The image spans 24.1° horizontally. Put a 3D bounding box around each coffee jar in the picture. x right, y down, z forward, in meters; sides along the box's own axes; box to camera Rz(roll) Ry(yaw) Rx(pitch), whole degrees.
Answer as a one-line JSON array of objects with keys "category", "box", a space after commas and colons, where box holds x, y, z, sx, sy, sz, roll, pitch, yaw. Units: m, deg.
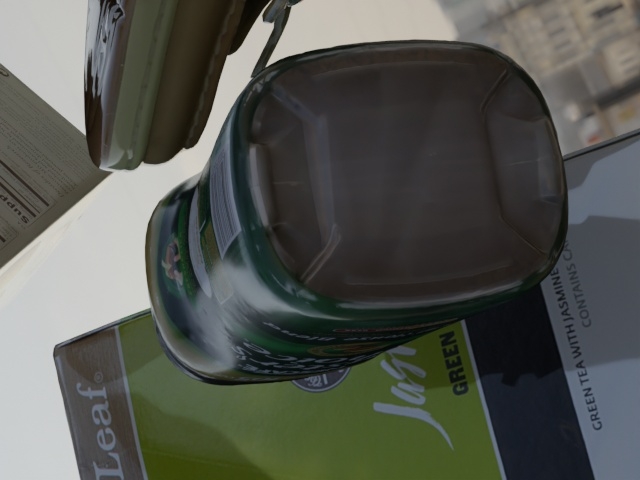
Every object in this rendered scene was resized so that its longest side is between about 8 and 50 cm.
[{"category": "coffee jar", "box": [0.000, 0.000, 0.481, 0.184, 0.096, 0.079, 143, 119, -71]}]

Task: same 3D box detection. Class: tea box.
[{"category": "tea box", "box": [0.093, 0.159, 0.684, 0.220, 0.323, 0.329, 8, -114, -62]}]

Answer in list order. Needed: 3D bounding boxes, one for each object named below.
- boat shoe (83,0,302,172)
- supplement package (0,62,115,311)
[{"category": "boat shoe", "box": [-0.014, -0.153, 0.529, 0.089, 0.285, 0.104, 15, -167, -21]}, {"category": "supplement package", "box": [-0.244, -0.004, 0.874, 0.134, 0.139, 0.244, 40, -156, -3]}]
